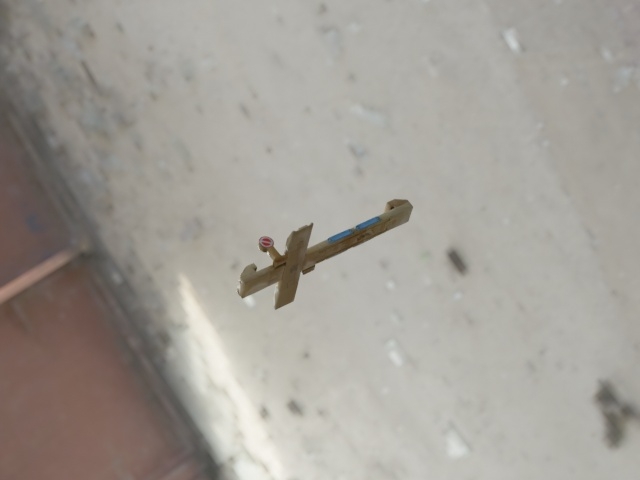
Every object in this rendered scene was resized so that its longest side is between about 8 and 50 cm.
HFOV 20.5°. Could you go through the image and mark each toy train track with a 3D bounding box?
[{"bbox_3d":[0.000,0.000,0.698,0.014,0.083,0.048,50,147,27],"label":"toy train track"}]
